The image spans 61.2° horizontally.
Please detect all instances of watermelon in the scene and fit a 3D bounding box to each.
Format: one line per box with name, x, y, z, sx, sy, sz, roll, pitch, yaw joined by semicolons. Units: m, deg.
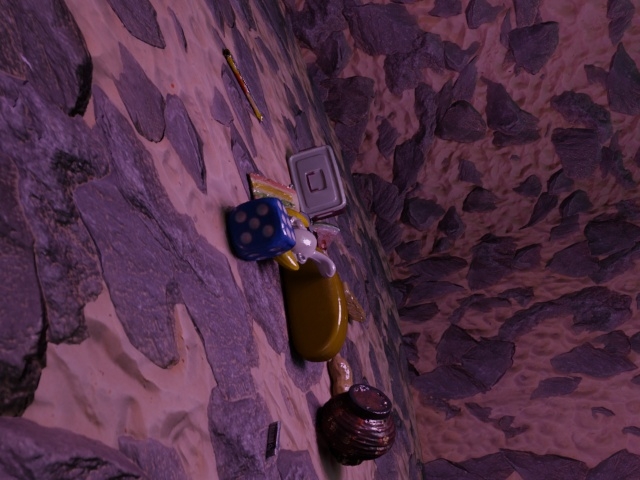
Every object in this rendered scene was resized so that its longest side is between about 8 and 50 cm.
watermelon;0.020;-0.015;2.234;0.098;0.121;0.158;-140;-146;-74

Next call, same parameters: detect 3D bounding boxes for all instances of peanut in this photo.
peanut;0.075;0.494;1.883;0.089;0.089;0.193;51;21;-58

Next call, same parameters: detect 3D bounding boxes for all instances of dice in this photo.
dice;-0.154;-0.028;1.443;0.146;0.146;0.143;37;36;-75

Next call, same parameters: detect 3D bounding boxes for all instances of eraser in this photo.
eraser;-0.108;0.464;1.269;0.019;0.027;0.099;56;20;-31

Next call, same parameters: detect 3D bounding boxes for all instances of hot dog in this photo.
hot dog;0.126;0.276;2.374;0.084;0.073;0.242;-98;162;-48

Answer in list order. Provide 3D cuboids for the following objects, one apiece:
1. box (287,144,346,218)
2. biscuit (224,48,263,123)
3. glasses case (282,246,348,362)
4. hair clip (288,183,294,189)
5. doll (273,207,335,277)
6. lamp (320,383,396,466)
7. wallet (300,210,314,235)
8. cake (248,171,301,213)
box;-0.007;-0.222;2.215;0.167;0.193;0.294;55;20;-76
biscuit;-0.259;-0.532;1.886;0.048;0.026;0.292;-99;166;-47
glasses case;-0.009;0.191;1.694;0.141;0.173;0.371;57;20;-62
hair clip;-0.104;-0.088;1.940;0.066;0.036;0.229;-2;86;-71
doll;-0.088;0.001;1.613;0.252;0.111;0.237;14;39;-41
lamp;0.113;0.568;1.656;0.247;0.247;0.247;-17;90;-77
wallet;-0.054;0.007;1.898;0.170;0.069;0.231;9;73;-67
cake;-0.167;-0.132;1.744;0.225;0.090;0.109;18;57;-52
